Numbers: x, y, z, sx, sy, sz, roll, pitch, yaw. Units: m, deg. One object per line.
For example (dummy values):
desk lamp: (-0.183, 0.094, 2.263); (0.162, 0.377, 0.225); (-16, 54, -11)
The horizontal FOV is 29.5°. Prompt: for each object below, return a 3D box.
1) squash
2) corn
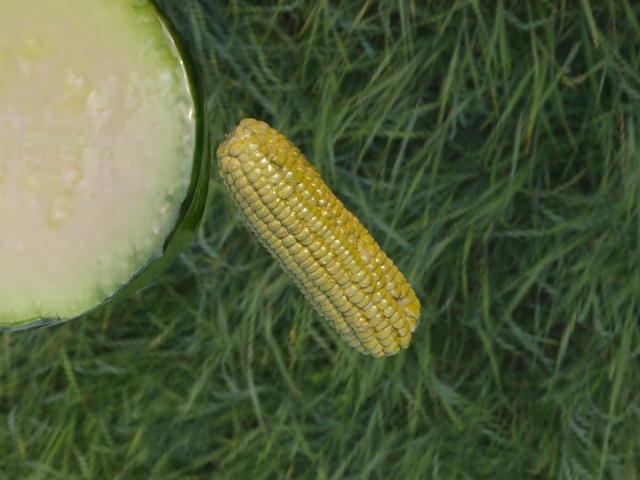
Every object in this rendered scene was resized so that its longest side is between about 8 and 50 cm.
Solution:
squash: (-0.123, -0.035, 0.566); (0.170, 0.170, 0.123); (13, 170, 11)
corn: (0.000, 0.000, 1.202); (0.101, 0.101, 0.291); (-19, 118, 37)
